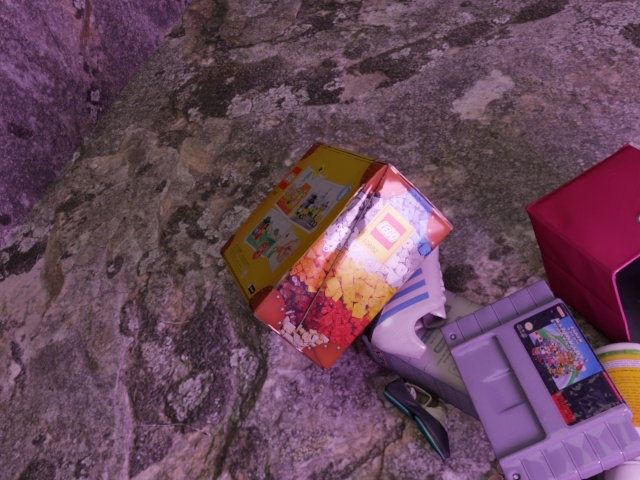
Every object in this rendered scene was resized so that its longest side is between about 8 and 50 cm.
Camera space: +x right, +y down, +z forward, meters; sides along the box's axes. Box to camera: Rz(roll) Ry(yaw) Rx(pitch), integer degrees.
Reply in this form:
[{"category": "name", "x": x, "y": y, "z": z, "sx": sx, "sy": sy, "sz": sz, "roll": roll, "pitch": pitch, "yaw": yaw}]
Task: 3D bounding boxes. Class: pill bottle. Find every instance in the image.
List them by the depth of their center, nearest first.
[{"category": "pill bottle", "x": 0.538, "y": 0.314, "z": 1.175, "sx": 0.136, "sy": 0.136, "sz": 0.246, "roll": -4, "pitch": 50, "yaw": 22}]

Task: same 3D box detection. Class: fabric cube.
[{"category": "fabric cube", "x": 0.593, "y": 0.016, "z": 1.293, "sx": 0.254, "sy": 0.259, "sz": 0.258, "roll": -32, "pitch": 35, "yaw": -2}]

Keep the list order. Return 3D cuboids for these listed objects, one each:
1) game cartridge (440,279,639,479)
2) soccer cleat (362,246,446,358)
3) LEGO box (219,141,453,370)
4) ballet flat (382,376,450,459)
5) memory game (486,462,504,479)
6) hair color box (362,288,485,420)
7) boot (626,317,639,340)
[{"category": "game cartridge", "x": 0.375, "y": 0.248, "z": 1.191, "sx": 0.230, "sy": 0.068, "sz": 0.355, "roll": -31, "pitch": 45, "yaw": 13}, {"category": "soccer cleat", "x": 0.206, "y": 0.100, "z": 1.397, "sx": 0.143, "sy": 0.116, "sz": 0.331, "roll": 22, "pitch": 57, "yaw": 11}, {"category": "LEGO box", "x": 0.000, "y": 0.000, "z": 1.473, "sx": 0.372, "sy": 0.193, "sz": 0.500, "roll": -48, "pitch": 20, "yaw": -1}, {"category": "ballet flat", "x": 0.206, "y": 0.344, "z": 1.356, "sx": 0.074, "sy": 0.074, "sz": 0.203, "roll": -38, "pitch": 44, "yaw": -9}, {"category": "memory game", "x": 0.370, "y": 0.432, "z": 1.190, "sx": 0.186, "sy": 0.012, "sz": 0.186, "roll": -31, "pitch": 22, "yaw": 14}, {"category": "hair color box", "x": 0.292, "y": 0.230, "z": 1.381, "sx": 0.374, "sy": 0.113, "sz": 0.185, "roll": 24, "pitch": 64, "yaw": 37}, {"category": "boot", "x": 0.663, "y": 0.172, "z": 1.311, "sx": 0.114, "sy": 0.037, "sz": 0.106, "roll": -23, "pitch": 48, "yaw": -1}]
